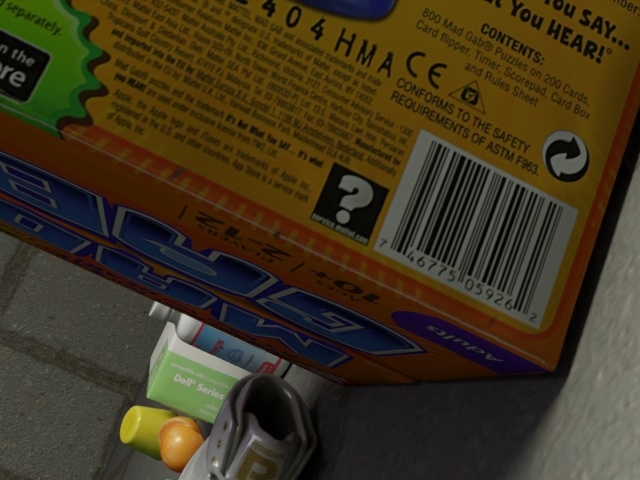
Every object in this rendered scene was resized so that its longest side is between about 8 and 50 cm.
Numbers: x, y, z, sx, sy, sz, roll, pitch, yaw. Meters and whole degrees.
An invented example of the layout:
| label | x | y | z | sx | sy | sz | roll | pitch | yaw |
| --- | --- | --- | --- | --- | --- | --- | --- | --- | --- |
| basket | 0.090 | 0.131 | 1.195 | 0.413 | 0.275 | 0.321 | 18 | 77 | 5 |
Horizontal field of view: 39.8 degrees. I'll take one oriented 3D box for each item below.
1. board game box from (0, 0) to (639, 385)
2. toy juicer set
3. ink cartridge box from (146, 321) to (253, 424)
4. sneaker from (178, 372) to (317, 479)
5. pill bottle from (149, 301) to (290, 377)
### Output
| label | x | y | z | sx | sy | sz | roll | pitch | yaw |
| --- | --- | --- | --- | --- | --- | --- | --- | --- | --- |
| board game box | -0.026 | -0.137 | 0.597 | 0.356 | 0.356 | 0.356 | -67 | 10 | -15 |
| toy juicer set | -0.213 | 0.373 | 1.112 | 0.209 | 0.089 | 0.329 | -12 | 57 | 52 |
| ink cartridge box | -0.108 | 0.050 | 1.198 | 0.353 | 0.119 | 0.207 | -65 | 11 | 3 |
| sneaker | -0.083 | 0.228 | 0.707 | 0.292 | 0.108 | 0.169 | -80 | 16 | -59 |
| pill bottle | -0.104 | 0.087 | 0.983 | 0.087 | 0.160 | 0.087 | -61 | 11 | 20 |
